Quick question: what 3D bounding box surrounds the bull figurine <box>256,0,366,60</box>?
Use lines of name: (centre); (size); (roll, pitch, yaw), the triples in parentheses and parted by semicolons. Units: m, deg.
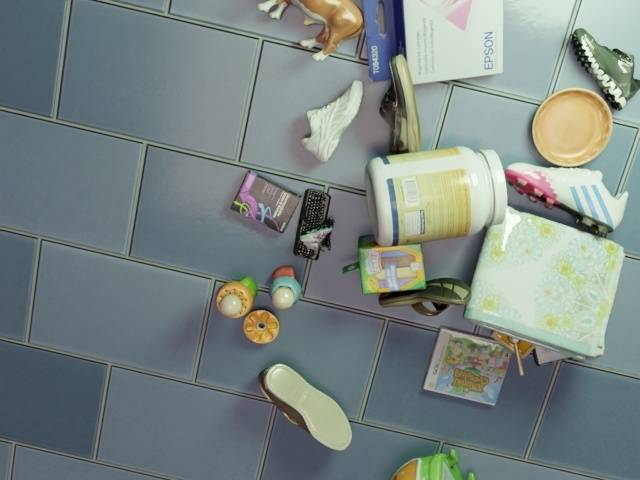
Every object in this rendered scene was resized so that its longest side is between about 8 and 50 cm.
bull figurine: (-0.036, -0.594, 1.748); (0.310, 0.101, 0.188); (42, 105, -7)

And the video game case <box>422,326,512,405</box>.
video game case: (0.417, 0.356, 2.017); (0.213, 0.023, 0.193); (13, 106, 0)

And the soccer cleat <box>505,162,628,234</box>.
soccer cleat: (0.635, -0.141, 1.838); (0.331, 0.116, 0.143); (28, 88, -6)

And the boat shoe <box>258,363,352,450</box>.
boat shoe: (-0.045, 0.477, 2.039); (0.324, 0.097, 0.116); (43, 63, -12)

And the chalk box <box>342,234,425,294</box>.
chalk box: (0.163, 0.058, 1.895); (0.213, 0.132, 0.132); (-5, 105, 3)

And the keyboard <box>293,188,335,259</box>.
keyboard: (-0.012, -0.038, 1.929); (0.100, 0.038, 0.191); (11, 106, 0)

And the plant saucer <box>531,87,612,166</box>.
plant saucer: (0.639, -0.290, 1.824); (0.200, 0.037, 0.199); (1, 106, 3)

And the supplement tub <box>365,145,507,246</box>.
supplement tub: (0.283, -0.113, 1.783); (0.317, 0.228, 0.228); (-8, 105, -2)

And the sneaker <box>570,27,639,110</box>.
sneaker: (0.712, -0.441, 1.761); (0.106, 0.078, 0.234); (-38, 104, 9)

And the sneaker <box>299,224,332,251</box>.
sneaker: (0.000, 0.000, 1.908); (0.098, 0.038, 0.069); (-17, 110, 28)

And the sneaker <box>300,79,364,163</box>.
sneaker: (0.024, -0.318, 1.827); (0.115, 0.090, 0.232); (31, 104, -2)

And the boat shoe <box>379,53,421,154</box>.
boat shoe: (0.192, -0.324, 1.771); (0.093, 0.102, 0.285); (-6, 136, 13)

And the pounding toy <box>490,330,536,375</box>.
pounding toy: (0.537, 0.260, 1.930); (0.130, 0.100, 0.141); (36, 114, 3)

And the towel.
towel: (0.585, 0.112, 1.858); (0.375, 0.090, 0.320); (18, 78, -2)

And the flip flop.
flip flop: (0.278, 0.160, 1.885); (0.277, 0.112, 0.080); (-10, 107, 39)

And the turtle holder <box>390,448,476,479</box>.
turtle holder: (0.327, 0.754, 2.045); (0.228, 0.243, 0.320); (-20, 144, 23)

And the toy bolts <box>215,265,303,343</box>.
toy bolts: (-0.150, 0.186, 1.933); (0.229, 0.158, 0.218); (-23, 102, 9)

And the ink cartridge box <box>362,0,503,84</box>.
ink cartridge box: (0.271, -0.543, 1.714); (0.330, 0.071, 0.324); (-8, 121, 2)

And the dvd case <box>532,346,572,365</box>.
dvd case: (0.657, 0.213, 1.965); (0.181, 0.022, 0.252); (-15, 104, 7)

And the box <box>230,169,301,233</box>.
box: (-0.147, -0.102, 1.923); (0.162, 0.029, 0.116); (25, 105, -5)
